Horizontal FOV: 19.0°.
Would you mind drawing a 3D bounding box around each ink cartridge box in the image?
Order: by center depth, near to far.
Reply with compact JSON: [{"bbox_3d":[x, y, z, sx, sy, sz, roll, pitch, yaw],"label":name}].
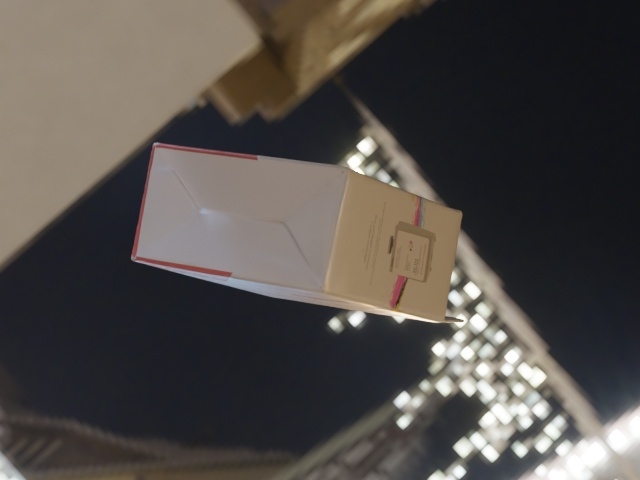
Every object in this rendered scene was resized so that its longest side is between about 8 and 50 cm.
[{"bbox_3d":[0.000,0.000,1.031,0.115,0.067,0.198,9,-4,26],"label":"ink cartridge box"}]
